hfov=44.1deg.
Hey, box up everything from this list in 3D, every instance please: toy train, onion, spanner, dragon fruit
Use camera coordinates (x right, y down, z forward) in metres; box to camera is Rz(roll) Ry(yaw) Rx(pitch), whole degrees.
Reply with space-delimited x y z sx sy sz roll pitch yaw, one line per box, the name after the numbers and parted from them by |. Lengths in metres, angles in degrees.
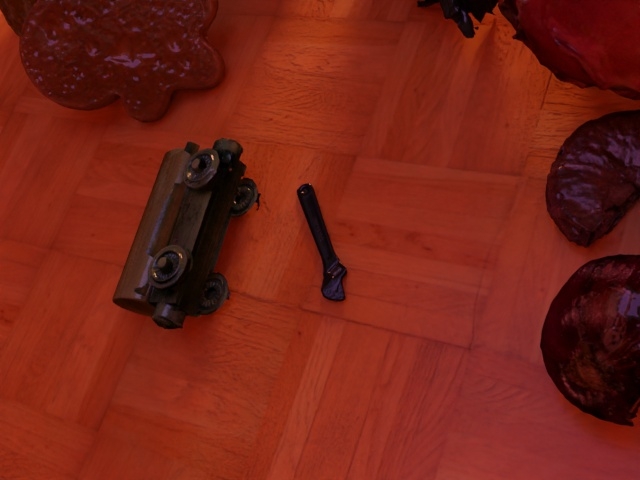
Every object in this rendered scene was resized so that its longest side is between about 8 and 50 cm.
-0.212 -0.020 1.177 0.189 0.126 0.308 5 68 26 | toy train
0.344 0.087 0.872 0.139 0.195 0.218 30 45 32 | onion
0.000 0.000 1.144 0.046 0.012 0.209 -26 58 11 | spanner
0.361 -0.316 0.967 0.249 0.371 0.386 -42 82 30 | dragon fruit

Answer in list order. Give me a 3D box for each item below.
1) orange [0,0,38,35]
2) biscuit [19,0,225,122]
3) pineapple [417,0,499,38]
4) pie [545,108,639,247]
-0.477 -0.489 1.480 0.368 0.210 0.271 15 84 26 | orange
-0.341 -0.337 1.361 0.354 0.052 0.275 -8 96 8 | biscuit
0.163 -0.438 1.207 0.165 0.165 0.365 -33 59 5 | pineapple
0.393 -0.073 0.986 0.218 0.054 0.205 -5 64 21 | pie
